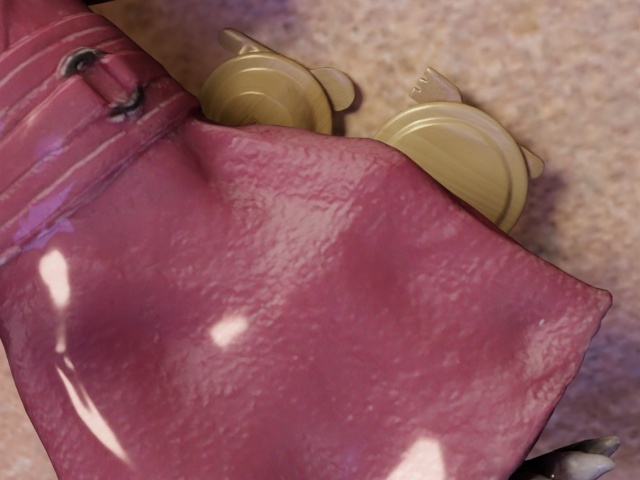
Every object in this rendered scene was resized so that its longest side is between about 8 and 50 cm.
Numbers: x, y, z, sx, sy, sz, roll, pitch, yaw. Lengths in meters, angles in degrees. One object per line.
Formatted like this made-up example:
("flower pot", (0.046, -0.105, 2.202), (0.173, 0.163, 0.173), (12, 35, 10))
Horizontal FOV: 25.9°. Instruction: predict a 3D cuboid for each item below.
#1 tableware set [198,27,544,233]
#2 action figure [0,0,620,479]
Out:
("tableware set", (0.000, 0.000, 0.554), (0.141, 0.020, 0.169), (23, 116, 4))
("action figure", (-0.077, -0.026, 0.487), (0.248, 0.276, 0.370), (-39, 86, -22))
